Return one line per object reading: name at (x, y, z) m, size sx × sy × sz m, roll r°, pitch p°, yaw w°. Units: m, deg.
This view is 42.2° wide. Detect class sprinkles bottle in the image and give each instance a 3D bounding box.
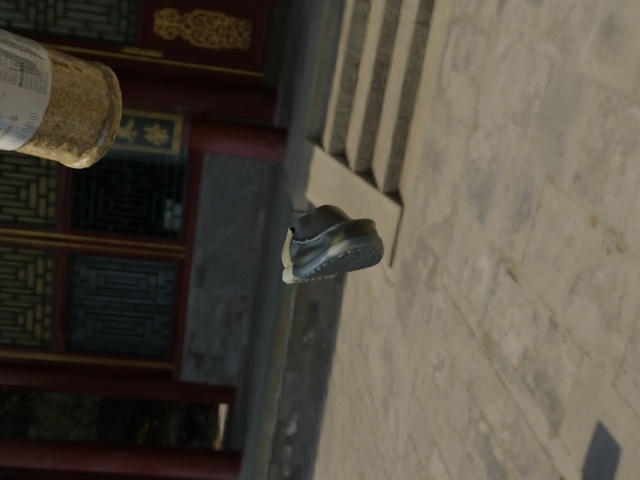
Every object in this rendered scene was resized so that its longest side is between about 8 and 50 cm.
sprinkles bottle at (-0.360, -0.159, 0.774) m, size 0.121 × 0.355 × 0.121 m, roll -7°, pitch 78°, yaw 38°

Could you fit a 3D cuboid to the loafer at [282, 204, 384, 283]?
loafer at (0.000, 0.000, 1.002) m, size 0.251 × 0.094 × 0.087 m, roll 157°, pitch 104°, yaw -69°
